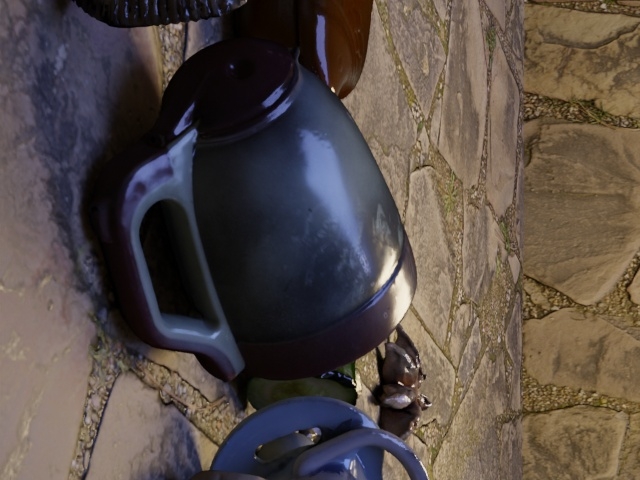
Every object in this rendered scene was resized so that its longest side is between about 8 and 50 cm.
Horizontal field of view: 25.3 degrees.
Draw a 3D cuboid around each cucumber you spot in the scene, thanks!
[{"bbox_3d":[-0.023,0.092,1.687,0.134,0.134,0.244,69,15,-49],"label":"cucumber"}]

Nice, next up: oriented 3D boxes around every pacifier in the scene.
[{"bbox_3d":[-0.009,0.281,1.608,0.226,0.238,0.287,-130,-161,-64],"label":"pacifier"}]

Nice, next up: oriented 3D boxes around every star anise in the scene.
[{"bbox_3d":[0.134,0.227,2.262,0.208,0.063,0.172,-38,124,-69],"label":"star anise"}]

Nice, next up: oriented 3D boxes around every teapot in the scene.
[{"bbox_3d":[-0.080,-0.026,1.384,0.315,0.233,0.312,-44,131,-29],"label":"teapot"}]

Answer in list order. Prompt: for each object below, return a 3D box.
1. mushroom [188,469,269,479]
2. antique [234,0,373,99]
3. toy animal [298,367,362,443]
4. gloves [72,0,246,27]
[{"bbox_3d":[-0.116,0.306,1.389,0.108,0.096,0.247,62,35,-23],"label":"mushroom"},{"bbox_3d":[-0.016,-0.263,1.683,0.223,0.129,0.278,72,24,-43],"label":"antique"},{"bbox_3d":[0.001,0.268,1.795,0.214,0.093,0.186,92,1,-55],"label":"toy animal"},{"bbox_3d":[-0.167,-0.291,1.114,0.312,0.210,0.135,70,39,-63],"label":"gloves"}]
